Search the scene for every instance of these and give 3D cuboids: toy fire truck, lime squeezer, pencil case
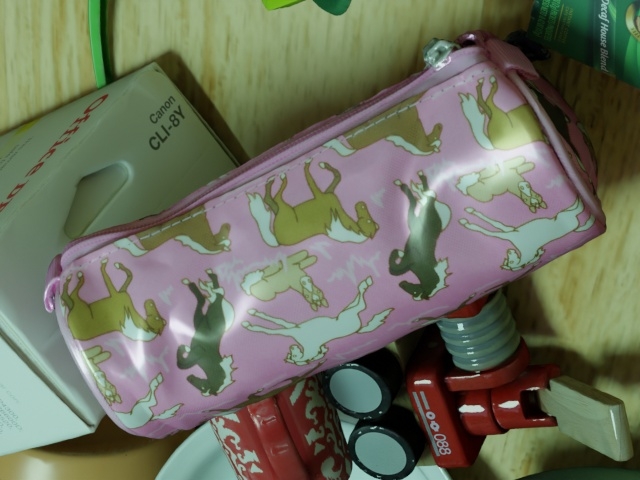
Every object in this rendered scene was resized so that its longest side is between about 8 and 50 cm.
[{"bbox_3d":[0.120,0.078,1.393,0.246,0.158,0.217,-6,120,28],"label":"toy fire truck"},{"bbox_3d":[-0.134,-0.216,1.413,0.110,0.059,0.310,21,146,-26],"label":"lime squeezer"},{"bbox_3d":[0.000,0.000,1.277,0.386,0.160,0.167,-28,76,16],"label":"pencil case"}]

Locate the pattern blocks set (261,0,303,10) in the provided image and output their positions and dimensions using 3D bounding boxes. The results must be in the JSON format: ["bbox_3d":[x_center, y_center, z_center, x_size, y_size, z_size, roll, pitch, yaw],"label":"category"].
[{"bbox_3d":[-0.047,-0.289,1.183,0.325,0.026,0.285,6,108,61],"label":"pattern blocks set"}]

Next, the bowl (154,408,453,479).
[{"bbox_3d":[-0.005,0.277,1.614,0.298,0.134,0.298,0,88,10],"label":"bowl"}]

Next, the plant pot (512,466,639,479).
[{"bbox_3d":[0.243,0.289,1.392,0.196,0.293,0.293,-28,107,20],"label":"plant pot"}]

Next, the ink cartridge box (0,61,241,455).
[{"bbox_3d":[-0.268,0.041,1.542,0.385,0.279,0.160,-19,118,47],"label":"ink cartridge box"}]

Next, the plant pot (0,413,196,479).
[{"bbox_3d":[-0.225,0.233,1.709,0.291,0.291,0.203,20,119,25],"label":"plant pot"}]

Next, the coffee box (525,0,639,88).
[{"bbox_3d":[0.228,-0.143,1.179,0.184,0.040,0.113,28,136,16],"label":"coffee box"}]

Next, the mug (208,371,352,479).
[{"bbox_3d":[-0.048,0.136,1.460,0.113,0.150,0.169,-6,122,23],"label":"mug"}]

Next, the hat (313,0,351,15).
[{"bbox_3d":[0.078,-0.246,1.226,0.208,0.183,0.173,-121,22,-51],"label":"hat"}]
